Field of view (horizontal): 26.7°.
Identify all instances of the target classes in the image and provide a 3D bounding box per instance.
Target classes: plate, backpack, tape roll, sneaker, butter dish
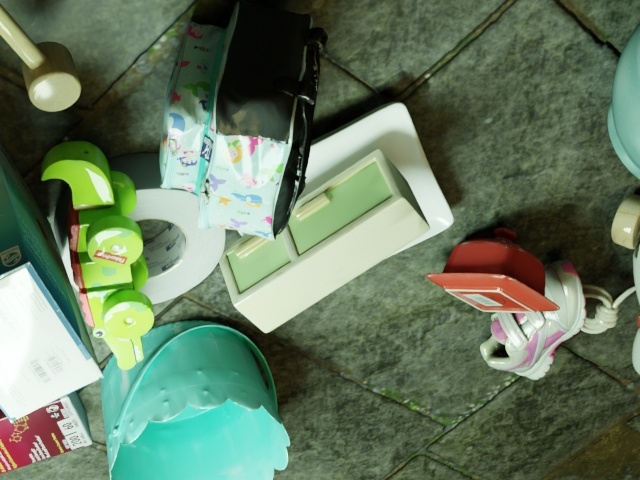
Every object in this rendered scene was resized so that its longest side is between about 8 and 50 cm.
[{"bbox_3d":[0.023,-0.056,1.865,0.277,0.045,0.278,-26,138,3],"label":"plate"},{"bbox_3d":[-0.094,-0.129,1.612,0.191,0.225,0.253,5,141,3],"label":"backpack"},{"bbox_3d":[-0.238,-0.011,1.781,0.219,0.072,0.219,-13,138,-12],"label":"tape roll"},{"bbox_3d":[0.336,0.133,2.150,0.111,0.103,0.252,-1,133,-25],"label":"sneaker"},{"bbox_3d":[0.267,0.038,2.020,0.160,0.118,0.160,-2,159,43],"label":"butter dish"}]

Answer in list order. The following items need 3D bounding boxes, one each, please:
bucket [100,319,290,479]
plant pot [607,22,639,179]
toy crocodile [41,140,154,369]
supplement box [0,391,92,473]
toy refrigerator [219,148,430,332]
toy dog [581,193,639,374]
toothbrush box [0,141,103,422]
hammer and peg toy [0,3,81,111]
[{"bbox_3d":[-0.193,0.263,2.001,0.281,0.183,0.281,-12,138,-12],"label":"bucket"},{"bbox_3d":[0.507,-0.178,1.798,0.293,0.293,0.196,-1,160,-22],"label":"plant pot"},{"bbox_3d":[-0.269,0.025,1.668,0.105,0.115,0.341,-9,134,-7],"label":"toy crocodile"},{"bbox_3d":[-0.472,0.277,1.980,0.239,0.073,0.130,-18,139,-4],"label":"supplement box"},{"bbox_3d":[0.000,0.000,1.803,0.269,0.102,0.094,-33,137,12],"label":"toy refrigerator"},{"bbox_3d":[0.550,0.049,2.117,0.161,0.220,0.334,-36,157,-34],"label":"toy dog"},{"bbox_3d":[-0.381,0.026,1.582,0.126,0.295,0.216,-26,135,-5],"label":"toothbrush box"},{"bbox_3d":[-0.463,-0.196,1.454,0.361,0.127,0.266,-20,136,-3],"label":"hammer and peg toy"}]
